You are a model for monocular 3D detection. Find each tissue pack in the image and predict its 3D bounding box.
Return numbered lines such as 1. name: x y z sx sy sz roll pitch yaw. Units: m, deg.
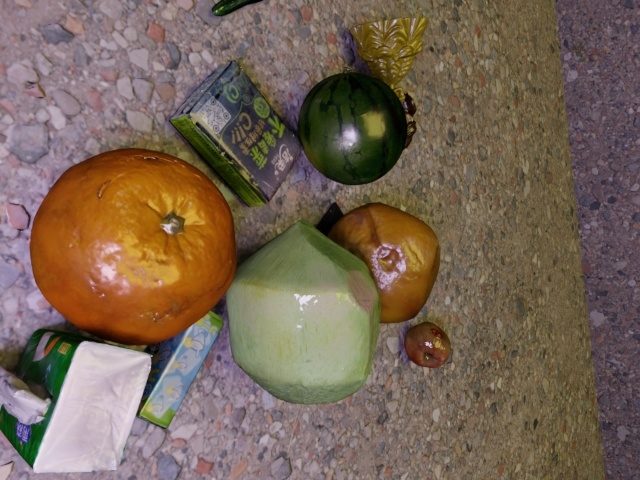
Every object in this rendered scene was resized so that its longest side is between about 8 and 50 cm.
1. tissue pack: -0.152 -0.202 0.950 0.235 0.073 0.173 49 56 -33
2. tissue pack: -0.348 0.194 0.635 0.156 0.209 0.147 24 72 -40

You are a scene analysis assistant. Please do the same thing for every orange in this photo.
1. orange: -0.261 0.007 0.718 0.284 0.226 0.283 13 70 -39

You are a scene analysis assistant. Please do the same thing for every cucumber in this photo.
1. cucumber: -0.152 -0.489 0.990 0.184 0.036 0.033 -43 110 -37

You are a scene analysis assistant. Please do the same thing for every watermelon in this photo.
1. watermelon: 0.069 -0.240 1.061 0.243 0.243 0.242 2 87 -46

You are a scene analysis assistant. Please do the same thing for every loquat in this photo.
1. loquat: 0.138 0.050 1.118 0.284 0.276 0.275 -8 94 -65

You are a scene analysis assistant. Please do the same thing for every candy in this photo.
1. candy: -0.249 0.202 0.816 0.062 0.097 0.194 46 57 -36

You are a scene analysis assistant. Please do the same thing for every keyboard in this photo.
1. keyboard: 0.000 0.000 1.142 0.061 0.013 0.204 54 53 -30

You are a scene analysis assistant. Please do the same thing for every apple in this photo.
1. apple: 0.296 0.289 1.360 0.126 0.126 0.102 58 27 -28

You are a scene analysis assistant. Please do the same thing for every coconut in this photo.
1. coconut: -0.031 0.122 0.902 0.282 0.328 0.327 -3 91 -11

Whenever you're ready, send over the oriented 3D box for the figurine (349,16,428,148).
1. figurine: 0.183 -0.383 1.250 0.188 0.168 0.314 -7 106 -4
